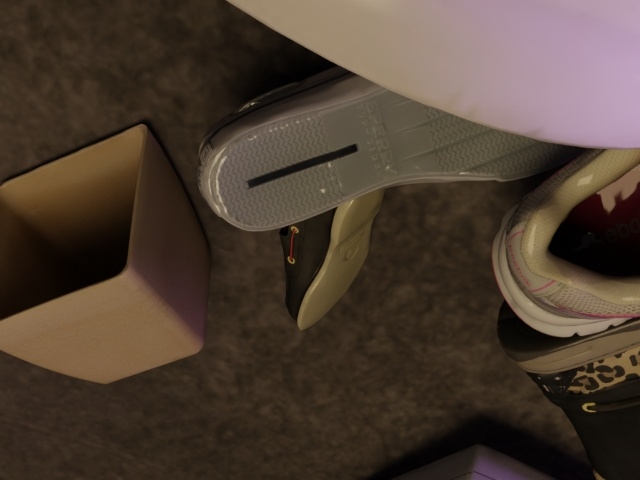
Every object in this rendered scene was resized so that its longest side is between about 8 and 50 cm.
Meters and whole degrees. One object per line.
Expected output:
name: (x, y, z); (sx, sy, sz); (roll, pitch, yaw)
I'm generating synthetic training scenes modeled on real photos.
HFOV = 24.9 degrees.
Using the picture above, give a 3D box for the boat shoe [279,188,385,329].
boat shoe: (0.001, -0.001, 0.817); (0.042, 0.049, 0.133); (39, 142, 20)

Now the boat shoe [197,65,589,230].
boat shoe: (0.044, -0.070, 0.732); (0.226, 0.076, 0.083); (-12, 116, -9)

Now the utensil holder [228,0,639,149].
utensil holder: (0.105, -0.274, 0.401); (0.327, 0.327, 0.385); (26, 125, -12)

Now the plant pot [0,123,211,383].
plant pot: (-0.118, 0.019, 0.815); (0.109, 0.109, 0.096); (-21, 135, 24)

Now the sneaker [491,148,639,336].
sneaker: (0.197, -0.023, 0.685); (0.252, 0.111, 0.103); (-29, 84, 12)

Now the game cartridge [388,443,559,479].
game cartridge: (0.154, 0.249, 0.963); (0.297, 0.062, 0.198); (38, 141, -20)

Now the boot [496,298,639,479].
boot: (0.238, 0.072, 0.815); (0.236, 0.085, 0.178); (-15, 129, 20)
